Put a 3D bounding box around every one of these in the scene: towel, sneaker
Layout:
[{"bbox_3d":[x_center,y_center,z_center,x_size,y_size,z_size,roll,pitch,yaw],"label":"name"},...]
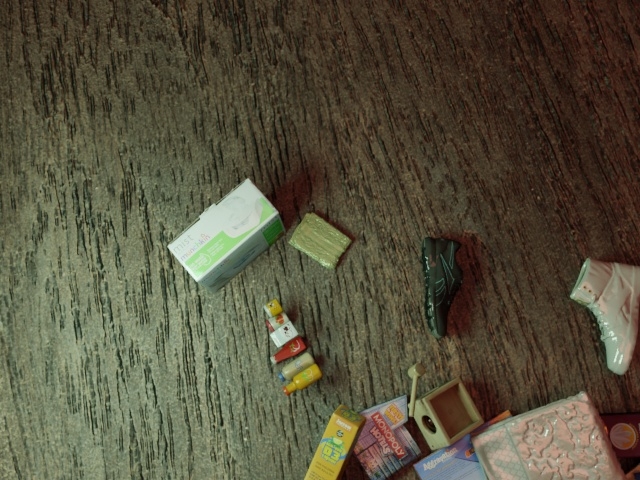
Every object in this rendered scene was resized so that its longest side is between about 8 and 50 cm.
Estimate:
[{"bbox_3d":[0.000,0.000,1.888,0.148,0.027,0.110,32,80,8],"label":"towel"},{"bbox_3d":[0.562,0.572,1.694,0.316,0.053,0.332,-22,82,8],"label":"towel"},{"bbox_3d":[0.718,0.188,1.802,0.169,0.108,0.293,12,70,5],"label":"sneaker"},{"bbox_3d":[0.321,0.119,1.821,0.106,0.101,0.268,-1,79,-1],"label":"sneaker"}]

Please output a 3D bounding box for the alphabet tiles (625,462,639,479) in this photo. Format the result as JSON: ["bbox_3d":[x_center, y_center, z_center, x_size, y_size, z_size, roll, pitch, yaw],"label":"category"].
[{"bbox_3d":[0.817,0.683,1.701,0.342,0.011,0.285,-39,91,2],"label":"alphabet tiles"}]

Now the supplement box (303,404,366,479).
[{"bbox_3d":[0.030,0.525,1.715,0.078,0.080,0.234,25,100,17],"label":"supplement box"}]

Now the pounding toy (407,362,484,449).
[{"bbox_3d":[0.269,0.406,1.741,0.181,0.094,0.206,-22,78,-31],"label":"pounding toy"}]

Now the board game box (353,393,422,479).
[{"bbox_3d":[0.165,0.485,1.771,0.194,0.060,0.194,-34,80,-5],"label":"board game box"}]

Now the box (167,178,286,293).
[{"bbox_3d":[-0.231,-0.008,1.792,0.262,0.231,0.127,-40,80,-7],"label":"box"}]

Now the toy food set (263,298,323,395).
[{"bbox_3d":[-0.096,0.273,1.792,0.104,0.111,0.232,-32,82,-5],"label":"toy food set"}]

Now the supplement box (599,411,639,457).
[{"bbox_3d":[0.770,0.482,1.747,0.188,0.081,0.104,-3,79,1],"label":"supplement box"}]

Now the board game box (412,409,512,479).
[{"bbox_3d":[0.389,0.559,1.768,0.281,0.027,0.145,-28,81,-4],"label":"board game box"}]
